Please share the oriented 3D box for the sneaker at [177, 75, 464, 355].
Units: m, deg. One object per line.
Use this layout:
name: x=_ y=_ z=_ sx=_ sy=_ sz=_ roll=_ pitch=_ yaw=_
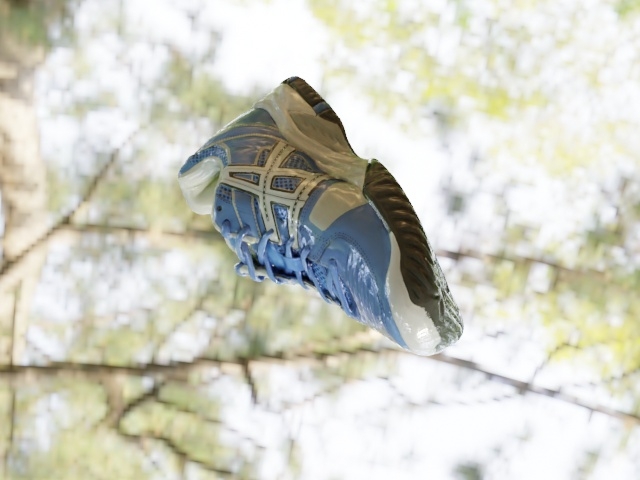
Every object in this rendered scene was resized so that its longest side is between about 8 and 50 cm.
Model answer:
sneaker: x=0.000 y=0.000 z=0.921 sx=0.081 sy=0.080 sz=0.211 roll=-29 pitch=-146 yaw=-8
